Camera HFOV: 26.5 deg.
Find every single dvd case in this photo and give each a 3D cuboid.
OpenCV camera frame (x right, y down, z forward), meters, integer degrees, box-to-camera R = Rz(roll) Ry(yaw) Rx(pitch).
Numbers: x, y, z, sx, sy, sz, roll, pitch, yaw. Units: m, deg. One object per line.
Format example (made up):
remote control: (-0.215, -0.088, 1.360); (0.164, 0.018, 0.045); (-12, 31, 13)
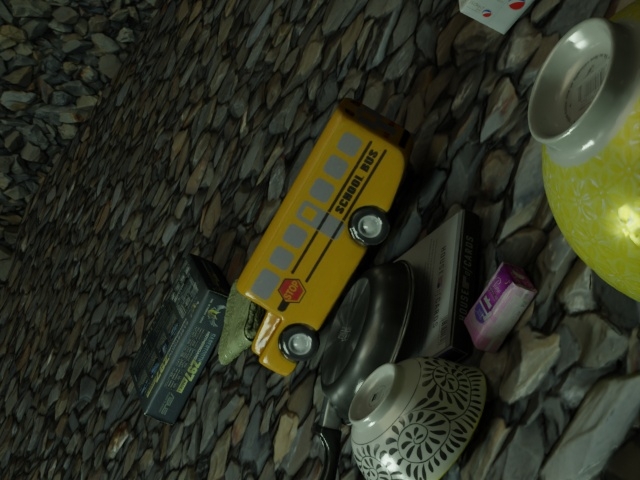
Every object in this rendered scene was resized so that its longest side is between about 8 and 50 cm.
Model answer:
dvd case: (0.098, 0.091, 1.542); (0.238, 0.029, 0.179); (-40, 34, 50)

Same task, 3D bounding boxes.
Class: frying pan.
frying pan: (0.023, 0.166, 1.543); (0.197, 0.053, 0.326); (-105, 39, -69)

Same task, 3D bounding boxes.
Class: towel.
towel: (-0.116, 0.106, 2.037); (0.110, 0.027, 0.148); (-42, 32, 49)

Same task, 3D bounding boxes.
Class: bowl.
bowl: (0.272, -0.105, 1.153); (0.289, 0.156, 0.289); (-49, 28, 38)
bowl: (0.081, 0.176, 1.373); (0.170, 0.080, 0.170); (-47, 17, 20)

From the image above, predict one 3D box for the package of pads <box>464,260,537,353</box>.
package of pads: (0.180, 0.068, 1.367); (0.083, 0.032, 0.050); (-59, 26, 21)

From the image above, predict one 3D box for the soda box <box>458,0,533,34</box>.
soda box: (0.210, -0.354, 1.668); (0.074, 0.069, 0.216); (-50, 27, 37)

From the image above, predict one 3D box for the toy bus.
toy bus: (0.000, 0.000, 1.689); (0.333, 0.130, 0.108); (-59, 2, 19)

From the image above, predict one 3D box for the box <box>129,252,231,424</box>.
box: (-0.225, 0.157, 2.200); (0.233, 0.059, 0.183); (-63, 21, 9)
